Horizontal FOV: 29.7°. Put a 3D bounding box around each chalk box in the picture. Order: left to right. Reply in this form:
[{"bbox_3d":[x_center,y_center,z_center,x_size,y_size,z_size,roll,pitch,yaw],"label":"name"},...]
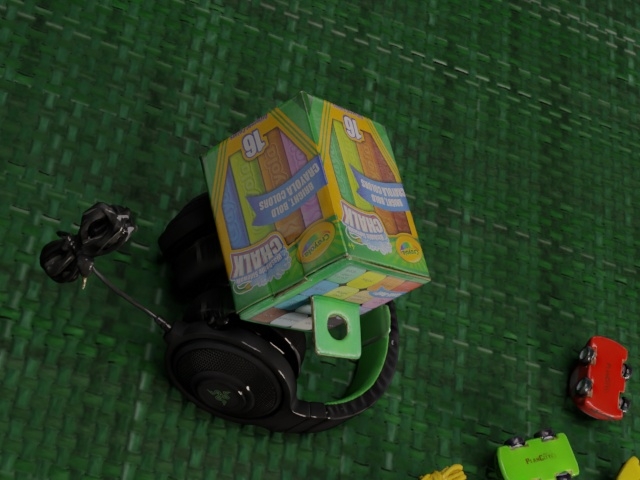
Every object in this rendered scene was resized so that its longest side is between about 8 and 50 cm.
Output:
[{"bbox_3d":[0.000,0.000,1.077,0.132,0.132,0.213,15,53,-52],"label":"chalk box"}]

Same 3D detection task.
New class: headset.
[{"bbox_3d":[-0.073,0.045,1.154,0.394,0.185,0.243,13,57,-34],"label":"headset"}]

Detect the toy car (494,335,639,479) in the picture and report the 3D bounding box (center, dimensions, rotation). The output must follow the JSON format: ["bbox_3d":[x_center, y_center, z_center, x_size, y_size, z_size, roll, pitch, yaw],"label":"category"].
[{"bbox_3d":[0.273,0.231,1.309,0.225,0.053,0.239,-7,66,-29],"label":"toy car"}]

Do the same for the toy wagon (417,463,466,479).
[{"bbox_3d":[0.177,0.385,1.167,0.267,0.068,0.344,-17,71,-33],"label":"toy wagon"}]
